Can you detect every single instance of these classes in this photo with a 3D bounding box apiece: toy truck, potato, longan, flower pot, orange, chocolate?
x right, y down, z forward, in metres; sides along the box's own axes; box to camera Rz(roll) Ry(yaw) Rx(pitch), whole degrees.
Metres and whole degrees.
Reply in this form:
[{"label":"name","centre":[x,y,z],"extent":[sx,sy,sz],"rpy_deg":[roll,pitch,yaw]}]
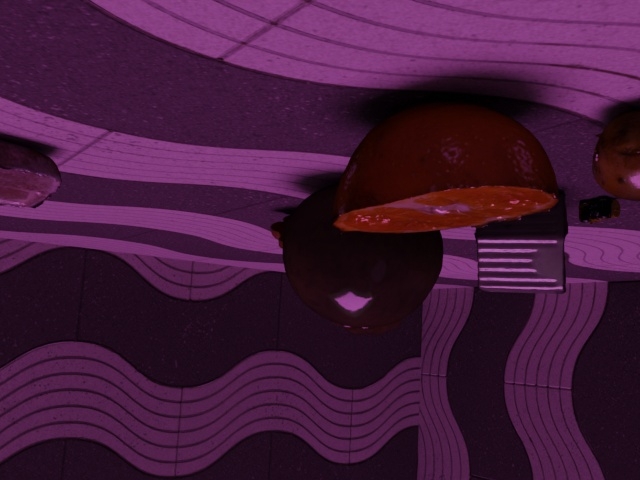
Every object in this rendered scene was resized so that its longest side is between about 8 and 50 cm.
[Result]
[{"label":"toy truck","centre":[0.609,-0.065,1.488],"extent":[0.054,0.048,0.083],"rpy_deg":[6,170,-24]},{"label":"potato","centre":[0.459,-0.115,0.958],"extent":[0.176,0.137,0.137],"rpy_deg":[8,171,-42]},{"label":"longan","centre":[0.092,0.028,1.485],"extent":[0.361,0.360,0.361],"rpy_deg":[3,172,0]},{"label":"flower pot","centre":[0.448,0.010,1.505],"extent":[0.190,0.239,0.209],"rpy_deg":[-1,-157,19]},{"label":"orange","centre":[0.164,-0.071,0.964],"extent":[0.275,0.274,0.310],"rpy_deg":[8,136,-31]},{"label":"chocolate","centre":[-0.649,-0.144,1.267],"extent":[0.303,0.100,0.185],"rpy_deg":[8,160,-44]}]

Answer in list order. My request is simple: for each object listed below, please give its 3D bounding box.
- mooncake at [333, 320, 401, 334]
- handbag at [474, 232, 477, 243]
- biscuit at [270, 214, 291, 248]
[{"label":"mooncake","centre":[0.121,0.101,1.898],"extent":[0.324,0.323,0.187],"rpy_deg":[1,168,14]},{"label":"handbag","centre":[0.526,0.007,1.935],"extent":[0.139,0.072,0.115],"rpy_deg":[1,171,-17]},{"label":"biscuit","centre":[0.000,0.001,1.771],"extent":[0.289,0.044,0.202],"rpy_deg":[16,-146,30]}]
